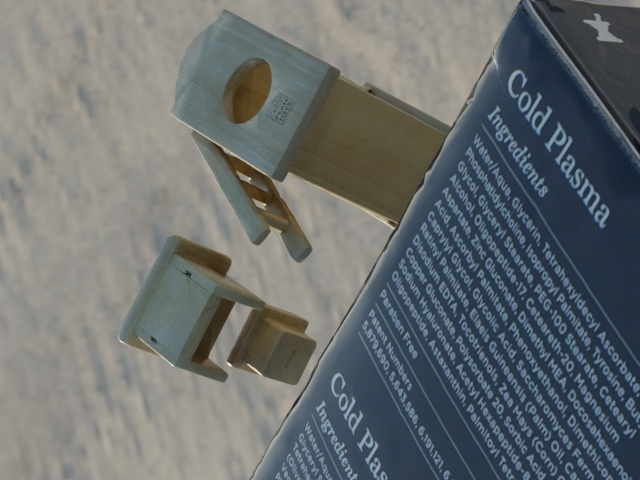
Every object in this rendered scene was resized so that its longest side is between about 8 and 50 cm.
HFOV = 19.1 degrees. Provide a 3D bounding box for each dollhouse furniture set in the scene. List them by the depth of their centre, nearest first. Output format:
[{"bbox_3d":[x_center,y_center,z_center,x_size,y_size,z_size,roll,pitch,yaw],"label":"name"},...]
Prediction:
[{"bbox_3d":[0.000,0.000,0.945,0.101,0.182,0.161,33,97,48],"label":"dollhouse furniture set"}]

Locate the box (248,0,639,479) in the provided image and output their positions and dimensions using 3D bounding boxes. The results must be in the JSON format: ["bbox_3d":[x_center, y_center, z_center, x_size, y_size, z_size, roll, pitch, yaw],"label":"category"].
[{"bbox_3d":[0.178,0.088,0.765,0.179,0.343,0.312,59,136,37],"label":"box"}]
